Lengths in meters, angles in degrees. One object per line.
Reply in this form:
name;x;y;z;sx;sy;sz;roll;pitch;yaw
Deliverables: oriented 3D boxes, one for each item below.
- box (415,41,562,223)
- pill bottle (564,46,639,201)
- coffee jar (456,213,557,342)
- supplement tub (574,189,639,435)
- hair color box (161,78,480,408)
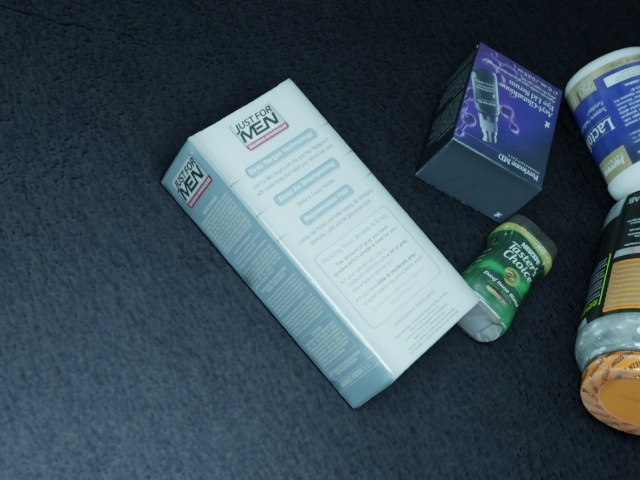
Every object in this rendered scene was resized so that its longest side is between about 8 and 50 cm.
box;0.245;-0.155;1.619;0.153;0.108;0.207;27;53;-13
pill bottle;0.492;-0.150;1.720;0.153;0.153;0.264;-7;66;-31
coffee jar;0.247;0.047;1.523;0.096;0.079;0.184;43;51;0
supplement tub;0.460;0.096;1.538;0.194;0.193;0.316;31;54;-9
hair color box;0.000;0.000;1.396;0.374;0.113;0.185;50;52;4
